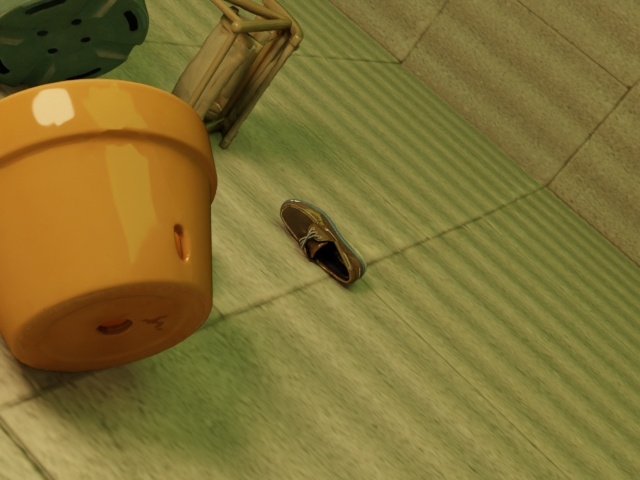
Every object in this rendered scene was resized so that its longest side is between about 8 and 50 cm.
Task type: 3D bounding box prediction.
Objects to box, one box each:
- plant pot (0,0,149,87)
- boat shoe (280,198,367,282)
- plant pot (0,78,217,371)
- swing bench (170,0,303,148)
[{"bbox_3d":[-0.426,-0.431,1.309,0.341,0.341,0.334,-1,64,-55],"label":"plant pot"},{"bbox_3d":[0.000,0.000,1.467,0.183,0.066,0.066,40,25,6],"label":"boat shoe"},{"bbox_3d":[-0.233,0.003,0.904,0.291,0.291,0.203,11,51,-46],"label":"plant pot"},{"bbox_3d":[-0.176,-0.303,1.542,0.165,0.253,0.255,47,26,21],"label":"swing bench"}]
